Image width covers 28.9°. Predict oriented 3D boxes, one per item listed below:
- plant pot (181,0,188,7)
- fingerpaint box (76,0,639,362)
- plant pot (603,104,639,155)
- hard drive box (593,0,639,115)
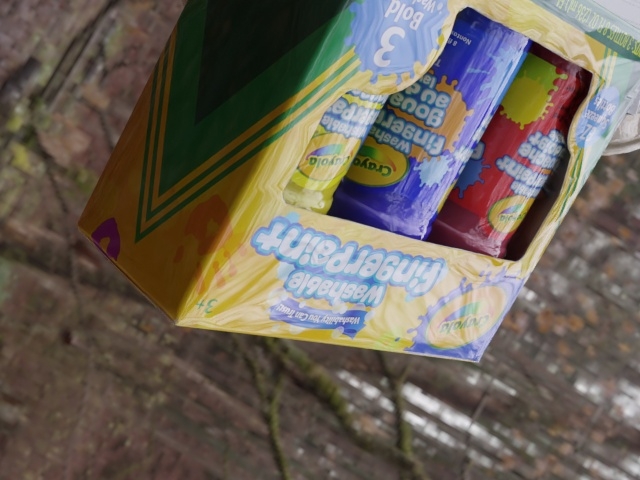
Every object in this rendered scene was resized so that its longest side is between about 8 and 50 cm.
[{"bbox_3d":[-0.048,-0.341,1.411,0.284,0.284,0.191,-59,167,-2],"label":"plant pot"},{"bbox_3d":[0.067,-0.095,1.102,0.163,0.444,0.371,39,-74,37],"label":"fingerpaint box"},{"bbox_3d":[0.387,-0.344,1.799,0.334,0.333,0.306,-74,175,-52],"label":"plant pot"},{"bbox_3d":[0.339,-0.294,1.555,0.089,0.181,0.232,25,-82,65],"label":"hard drive box"}]
